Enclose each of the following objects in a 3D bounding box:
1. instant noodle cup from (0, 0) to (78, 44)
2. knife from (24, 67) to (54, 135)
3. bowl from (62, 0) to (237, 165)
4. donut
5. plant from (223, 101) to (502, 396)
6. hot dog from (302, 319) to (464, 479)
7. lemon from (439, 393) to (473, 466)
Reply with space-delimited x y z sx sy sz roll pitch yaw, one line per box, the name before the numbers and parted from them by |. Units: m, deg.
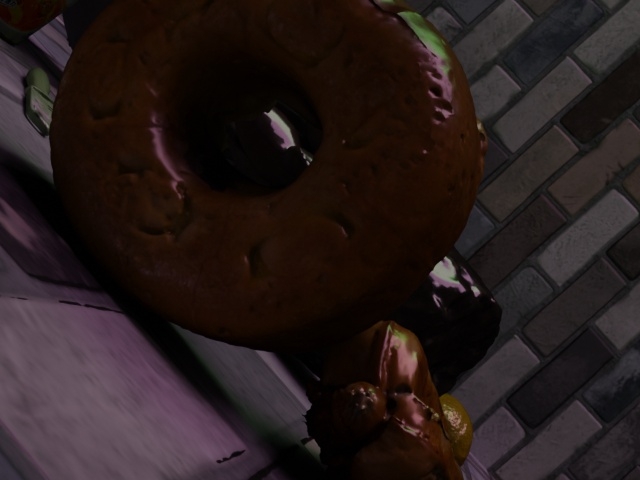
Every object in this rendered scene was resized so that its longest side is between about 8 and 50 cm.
instant noodle cup | -0.272 -0.282 1.008 0.205 0.153 0.205 49 -1 1
knife | -0.207 -0.105 0.848 0.030 0.014 0.207 47 2 -21
bowl | -0.092 -0.238 1.195 0.345 0.345 0.157 48 44 -3
donut | -0.029 -0.051 0.596 0.226 0.226 0.114 48 1 14
plant | 0.000 0.000 1.001 0.320 0.181 0.194 46 5 32
hot dog | 0.039 0.118 0.675 0.249 0.076 0.102 62 15 -65
lemon | 0.103 0.182 1.077 0.082 0.082 0.110 48 3 -2
